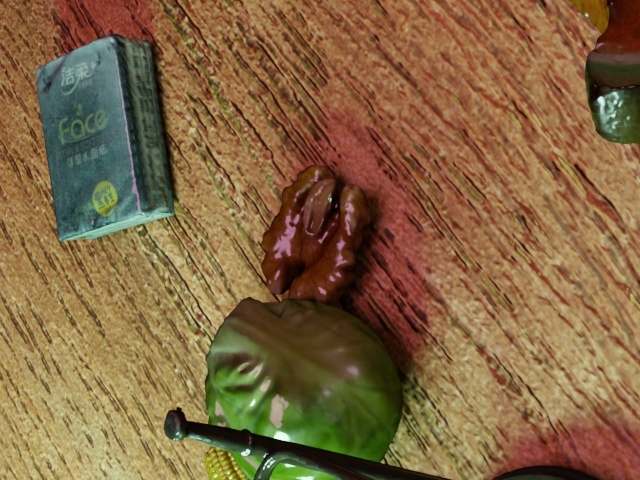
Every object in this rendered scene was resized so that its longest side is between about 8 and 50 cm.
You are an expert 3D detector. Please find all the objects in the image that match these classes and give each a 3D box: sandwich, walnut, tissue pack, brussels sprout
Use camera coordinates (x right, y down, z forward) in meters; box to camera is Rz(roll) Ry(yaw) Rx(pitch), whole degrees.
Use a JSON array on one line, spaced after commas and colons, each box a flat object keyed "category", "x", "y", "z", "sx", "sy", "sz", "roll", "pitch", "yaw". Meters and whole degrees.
[{"category": "sandwich", "x": 0.328, "y": -0.206, "z": 0.975, "sx": 0.251, "sy": 0.162, "sz": 0.301, "roll": -18, "pitch": 56, "yaw": 0}, {"category": "walnut", "x": 0.000, "y": 0.000, "z": 1.264, "sx": 0.143, "sy": 0.069, "sz": 0.170, "roll": 35, "pitch": 108, "yaw": 33}, {"category": "tissue pack", "x": -0.306, "y": -0.141, "z": 1.486, "sx": 0.185, "sy": 0.081, "sz": 0.257, "roll": -14, "pitch": 82, "yaw": 36}, {"category": "brussels sprout", "x": -0.023, "y": 0.179, "z": 1.202, "sx": 0.244, "sy": 0.244, "sz": 0.244, "roll": 0, "pitch": 89, "yaw": 37}]

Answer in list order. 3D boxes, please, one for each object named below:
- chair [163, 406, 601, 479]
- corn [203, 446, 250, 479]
[{"category": "chair", "x": 0.103, "y": 0.368, "z": 0.944, "sx": 0.362, "sy": 0.410, "sz": 0.364, "roll": 9, "pitch": 91, "yaw": 49}, {"category": "corn", "x": -0.074, "y": 0.347, "z": 1.309, "sx": 0.080, "sy": 0.080, "sz": 0.238, "roll": -47, "pitch": 63, "yaw": 26}]
